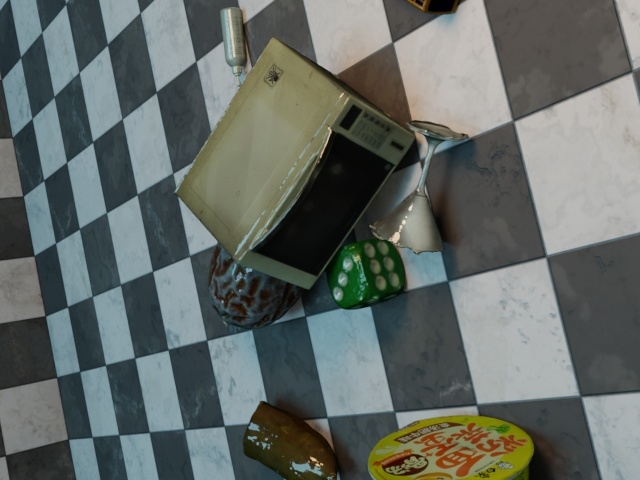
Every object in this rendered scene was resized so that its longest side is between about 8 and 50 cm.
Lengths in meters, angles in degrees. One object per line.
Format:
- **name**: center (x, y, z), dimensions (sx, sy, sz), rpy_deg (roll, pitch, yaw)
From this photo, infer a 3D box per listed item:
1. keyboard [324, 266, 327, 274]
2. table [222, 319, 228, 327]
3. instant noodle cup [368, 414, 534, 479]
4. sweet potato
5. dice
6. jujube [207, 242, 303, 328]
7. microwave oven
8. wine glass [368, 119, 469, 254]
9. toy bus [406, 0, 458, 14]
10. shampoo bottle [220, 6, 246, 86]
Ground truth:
- **keyboard**: center (-0.001, 0.000, 2.047), dimensions (0.072, 0.023, 0.231), rpy_deg (-48, 59, 47)
- **table**: center (-0.235, 0.176, 2.346), dimensions (0.083, 0.062, 0.079), rpy_deg (56, 136, 29)
- **instant noodle cup**: center (0.250, 0.485, 1.616), dimensions (0.311, 0.311, 0.221), rpy_deg (6, 110, 52)
- **sweet potato**: center (-0.069, 0.509, 2.135), dimensions (0.370, 0.158, 0.157), rpy_deg (22, 114, 41)
- **dice**: center (0.096, 0.070, 1.849), dimensions (0.120, 0.131, 0.128), rpy_deg (-28, 73, 48)
- **jujube**: center (-0.159, 0.077, 2.106), dimensions (0.246, 0.215, 0.308), rpy_deg (46, 134, 33)
- **microwave oven**: center (-0.050, -0.151, 1.814), dimensions (0.394, 0.247, 0.333), rpy_deg (-55, 49, 12)
- **wine glass**: center (0.195, -0.107, 1.686), dimensions (0.156, 0.156, 0.232), rpy_deg (32, 115, 45)
- **toy bus**: center (0.177, -0.512, 1.666), dimensions (0.201, 0.098, 0.114), rpy_deg (45, 129, 37)
- **shampoo bottle**: center (-0.216, -0.484, 2.209), dimensions (0.056, 0.056, 0.195), rpy_deg (-2, 94, 52)
